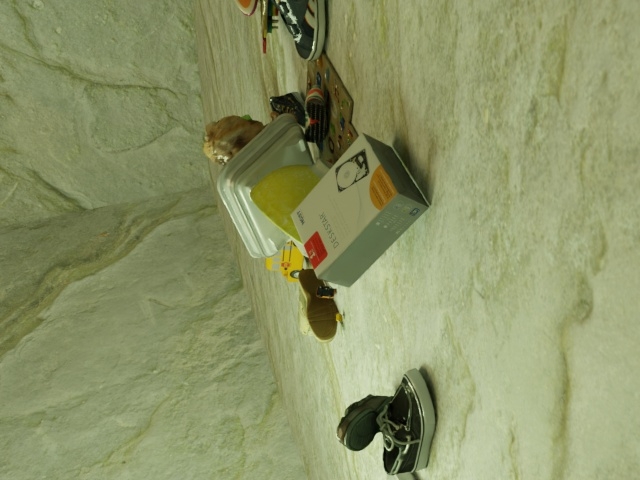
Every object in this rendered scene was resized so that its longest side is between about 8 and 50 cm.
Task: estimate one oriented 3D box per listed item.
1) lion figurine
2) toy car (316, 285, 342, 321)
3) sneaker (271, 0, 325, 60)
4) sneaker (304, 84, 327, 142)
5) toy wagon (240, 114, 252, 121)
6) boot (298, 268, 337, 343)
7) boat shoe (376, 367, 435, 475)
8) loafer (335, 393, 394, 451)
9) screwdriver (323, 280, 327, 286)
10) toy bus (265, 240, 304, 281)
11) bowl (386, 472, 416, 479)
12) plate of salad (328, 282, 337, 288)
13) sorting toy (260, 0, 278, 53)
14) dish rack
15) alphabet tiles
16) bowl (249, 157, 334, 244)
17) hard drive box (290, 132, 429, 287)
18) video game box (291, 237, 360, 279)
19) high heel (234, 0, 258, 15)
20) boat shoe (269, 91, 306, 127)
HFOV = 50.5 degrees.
[{"bbox_3d":[-0.147,-0.189,1.799,0.142,0.240,0.392,21,149,42],"label":"lion figurine"},{"bbox_3d":[0.028,0.187,1.972,0.040,0.060,0.122,36,-142,-61],"label":"toy car"},{"bbox_3d":[-0.058,-0.543,1.508,0.321,0.127,0.126,94,157,-47],"label":"sneaker"},{"bbox_3d":[-0.010,-0.311,1.666,0.161,0.057,0.075,89,-175,-56],"label":"sneaker"},{"bbox_3d":[-0.184,-0.250,2.194,0.267,0.068,0.344,56,172,4],"label":"toy wagon"},{"bbox_3d":[-0.014,0.245,2.091,0.203,0.095,0.262,94,160,-47],"label":"boot"},{"bbox_3d":[0.176,0.406,1.489,0.113,0.105,0.306,-118,20,-44],"label":"boat shoe"},{"bbox_3d":[0.093,0.406,1.539,0.084,0.267,0.096,14,97,29],"label":"loafer"},{"bbox_3d":[-0.003,0.098,2.063,0.024,0.025,0.170,98,157,-55],"label":"screwdriver"},{"bbox_3d":[-0.104,0.002,2.111,0.332,0.130,0.108,99,170,-55],"label":"toy bus"},{"bbox_3d":[0.210,0.621,1.651,0.142,0.053,0.142,-125,26,-58],"label":"bowl"},{"bbox_3d":[0.009,0.041,1.925,0.200,0.048,0.200,168,90,-76],"label":"plate of salad"},{"bbox_3d":[-0.138,-0.641,1.858,0.132,0.046,0.274,100,167,-56],"label":"sorting toy"},{"bbox_3d":[-0.103,-0.124,1.736,0.072,0.285,0.333,26,152,33],"label":"dish rack"},{"bbox_3d":[0.023,-0.295,1.658,0.285,0.011,0.342,94,158,-50],"label":"alphabet tiles"},{"bbox_3d":[0.001,-0.092,1.548,0.156,0.289,0.289,-55,32,14],"label":"bowl"},{"bbox_3d":[0.068,-0.055,1.296,0.232,0.089,0.181,-48,45,25],"label":"hard drive box"},{"bbox_3d":[0.000,0.000,1.662,0.048,0.187,0.205,-53,36,12],"label":"video game box"},{"bbox_3d":[-0.204,-0.732,1.970,0.117,0.082,0.244,39,-147,-64],"label":"high heel"},{"bbox_3d":[-0.077,-0.339,1.809,0.183,0.083,0.065,-122,23,-52],"label":"boat shoe"}]
